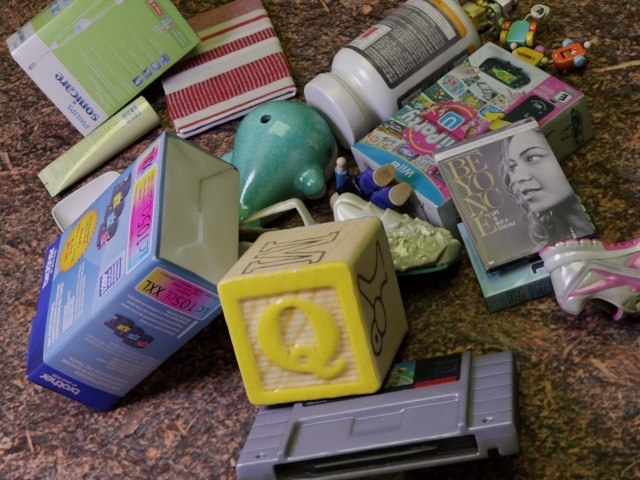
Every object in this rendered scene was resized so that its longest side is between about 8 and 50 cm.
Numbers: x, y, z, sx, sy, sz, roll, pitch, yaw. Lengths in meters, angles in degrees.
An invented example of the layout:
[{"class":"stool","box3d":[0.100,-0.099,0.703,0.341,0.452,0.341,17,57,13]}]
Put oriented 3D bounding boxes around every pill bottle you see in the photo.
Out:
[{"class":"pill bottle","box3d":[0.120,-0.283,2.171,0.278,0.162,0.162,-37,45,-14]}]

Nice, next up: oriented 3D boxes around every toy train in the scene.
[{"class":"toy train","box3d":[0.375,-0.323,2.192,0.125,0.046,0.166,-24,47,-3]}]

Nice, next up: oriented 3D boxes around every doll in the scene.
[{"class":"doll","box3d":[0.066,-0.076,2.013,0.046,0.129,0.189,-44,10,-24]}]

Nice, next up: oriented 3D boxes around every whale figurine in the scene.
[{"class":"whale figurine","box3d":[-0.090,-0.115,2.111,0.216,0.141,0.272,17,59,33]}]

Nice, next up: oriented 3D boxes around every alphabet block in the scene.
[{"class":"alphabet block","box3d":[-0.005,0.094,1.788,0.193,0.192,0.197,-10,16,19]}]

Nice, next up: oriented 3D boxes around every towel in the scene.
[{"class":"towel","box3d":[-0.185,-0.328,2.434,0.237,0.037,0.329,-22,44,1]}]

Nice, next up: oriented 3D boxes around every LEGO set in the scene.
[{"class":"LEGO set","box3d":[0.255,-0.474,2.323,0.107,0.132,0.287,-31,66,-16]}]

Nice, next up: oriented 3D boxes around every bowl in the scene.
[{"class":"bowl","box3d":[-0.370,-0.040,2.218,0.142,0.053,0.142,-35,44,-12]}]

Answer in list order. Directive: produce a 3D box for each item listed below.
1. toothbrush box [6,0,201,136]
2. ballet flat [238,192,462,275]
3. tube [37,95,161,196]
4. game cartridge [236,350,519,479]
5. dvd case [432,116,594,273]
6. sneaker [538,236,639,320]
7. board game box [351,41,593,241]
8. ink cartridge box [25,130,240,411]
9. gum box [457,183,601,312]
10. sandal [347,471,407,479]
[{"class":"toothbrush box","box3d":[-0.396,-0.365,2.380,0.283,0.206,0.122,-41,27,-1]},{"class":"ballet flat","box3d":[0.000,0.000,1.944,0.408,0.147,0.147,-8,46,17]},{"class":"tube","box3d":[-0.402,-0.169,2.359,0.240,0.070,0.062,-37,89,-7]},{"class":"game cartridge","box3d":[0.081,0.229,1.699,0.355,0.068,0.230,-11,21,11]},{"class":"dvd case","box3d":[0.277,-0.070,1.895,0.164,0.018,0.221,-19,58,-3]},{"class":"sneaker","box3d":[0.426,0.052,1.774,0.252,0.103,0.111,-4,83,1]},{"class":"board game box","box3d":[0.238,-0.156,2.048,0.303,0.097,0.224,-38,46,-14]},{"class":"ink cartridge box","box3d":[-0.294,0.066,1.933,0.395,0.151,0.270,-42,33,33]},{"class":"gum box","box3d":[0.308,0.011,1.895,0.184,0.041,0.157,-20,44,4]},{"class":"sandal","box3d":[-0.008,0.318,1.700,0.240,0.079,0.088,-23,44,1]}]
